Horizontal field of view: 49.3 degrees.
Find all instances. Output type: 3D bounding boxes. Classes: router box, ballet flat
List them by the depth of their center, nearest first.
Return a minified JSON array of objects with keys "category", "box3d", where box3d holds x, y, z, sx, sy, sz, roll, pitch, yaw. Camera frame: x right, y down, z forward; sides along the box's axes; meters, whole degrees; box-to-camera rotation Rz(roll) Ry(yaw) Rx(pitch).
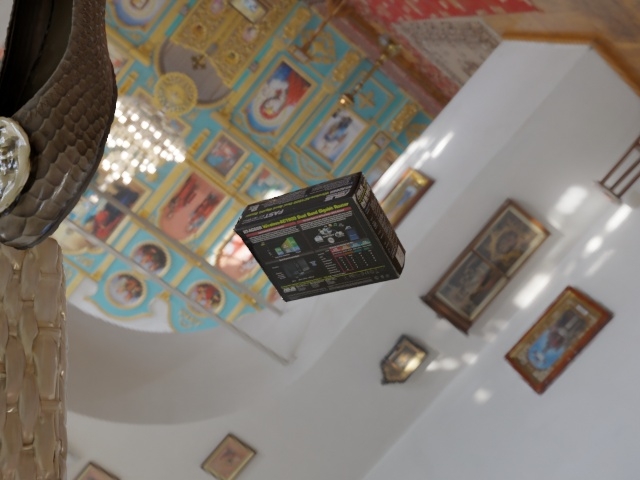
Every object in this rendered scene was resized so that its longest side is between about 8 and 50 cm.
[{"category":"ballet flat","box3d":[-0.140,-0.118,0.360,0.084,0.249,0.058,-6,158,31]},{"category":"router box","box3d":[0.000,0.000,0.607,0.092,0.122,0.038,58,-147,-30]}]

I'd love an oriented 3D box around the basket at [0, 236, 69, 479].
[{"category":"basket","box3d":[-0.400,0.174,0.647,0.328,0.266,0.331,3,-119,-23]}]
